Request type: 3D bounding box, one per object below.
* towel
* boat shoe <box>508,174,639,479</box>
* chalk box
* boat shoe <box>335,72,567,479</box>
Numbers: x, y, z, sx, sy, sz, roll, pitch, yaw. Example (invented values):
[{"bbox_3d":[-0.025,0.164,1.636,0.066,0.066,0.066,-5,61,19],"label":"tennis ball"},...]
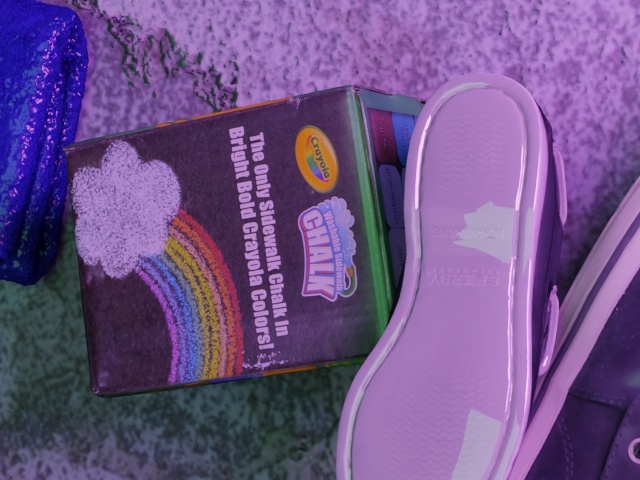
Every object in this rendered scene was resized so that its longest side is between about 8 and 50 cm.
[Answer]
[{"bbox_3d":[-0.341,-0.098,1.342,0.308,0.076,0.228,12,96,23],"label":"towel"},{"bbox_3d":[0.213,0.093,1.048,0.156,0.187,0.500,30,107,15],"label":"boat shoe"},{"bbox_3d":[0.000,0.000,1.139,0.289,0.179,0.180,-9,86,23],"label":"chalk box"},{"bbox_3d":[0.089,0.057,0.985,0.114,0.091,0.302,13,83,25],"label":"boat shoe"}]
